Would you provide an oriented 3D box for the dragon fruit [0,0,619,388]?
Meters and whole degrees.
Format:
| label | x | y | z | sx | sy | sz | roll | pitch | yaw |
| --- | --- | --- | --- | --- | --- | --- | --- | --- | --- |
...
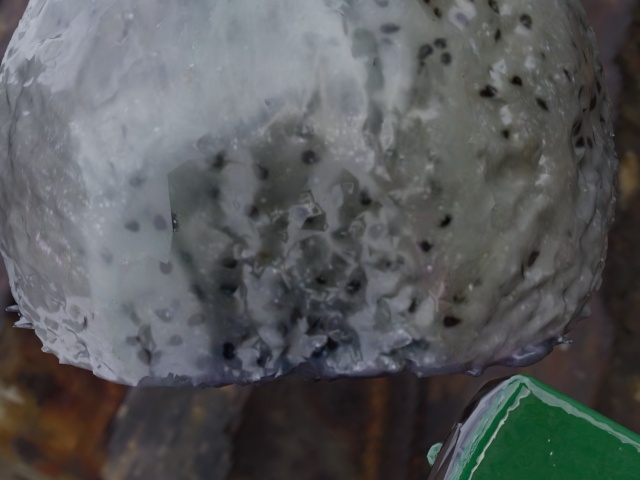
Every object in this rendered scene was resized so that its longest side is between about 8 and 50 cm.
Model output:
| label | x | y | z | sx | sy | sz | roll | pitch | yaw |
| --- | --- | --- | --- | --- | --- | --- | --- | --- | --- |
| dragon fruit | -0.008 | -0.061 | 0.814 | 0.221 | 0.283 | 0.204 | -94 | 1 | -76 |

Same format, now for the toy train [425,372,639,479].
| label | x | y | z | sx | sy | sz | roll | pitch | yaw |
| --- | --- | --- | --- | --- | --- | --- | --- | --- | --- |
| toy train | 0.179 | 0.203 | 1.309 | 0.178 | 0.249 | 0.429 | -61 | 2 | -9 |
